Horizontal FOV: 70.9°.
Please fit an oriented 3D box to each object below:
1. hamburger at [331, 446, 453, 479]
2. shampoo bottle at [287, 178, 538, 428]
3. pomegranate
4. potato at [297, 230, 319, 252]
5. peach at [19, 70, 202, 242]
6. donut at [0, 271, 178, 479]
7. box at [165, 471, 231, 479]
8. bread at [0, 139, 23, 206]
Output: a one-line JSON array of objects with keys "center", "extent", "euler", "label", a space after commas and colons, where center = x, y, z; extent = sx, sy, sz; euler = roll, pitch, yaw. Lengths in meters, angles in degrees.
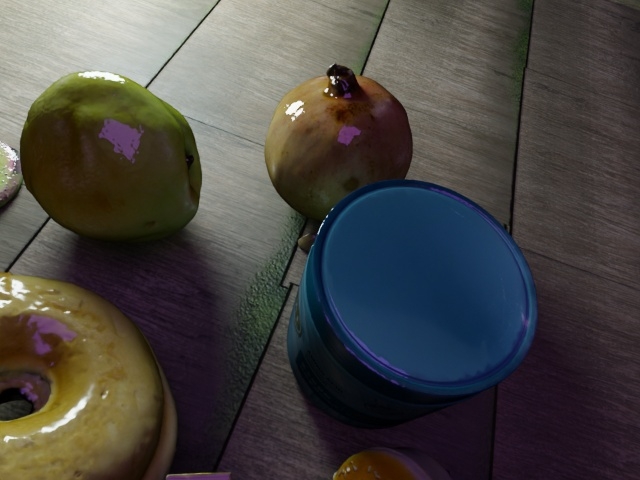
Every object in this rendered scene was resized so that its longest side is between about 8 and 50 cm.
[{"center": [0.126, 0.456, 0.652], "extent": [0.151, 0.227, 0.295], "euler": [2, 54, -37], "label": "hamburger"}, {"center": [0.119, 0.128, 0.764], "extent": [0.330, 0.343, 0.332], "euler": [5, 60, -9], "label": "shampoo bottle"}, {"center": [0.042, -0.212, 0.956], "extent": [0.337, 0.338, 0.339], "euler": [5, 60, -9], "label": "pomegranate"}, {"center": [0.000, 0.001, 0.990], "extent": [0.093, 0.036, 0.037], "euler": [-10, 60, -18], "label": "potato"}, {"center": [-0.383, -0.145, 0.853], "extent": [0.315, 0.281, 0.315], "euler": [-11, 99, 13], "label": "peach"}, {"center": [-0.413, 0.229, 0.615], "extent": [0.448, 0.198, 0.449], "euler": [23, 31, -15], "label": "donut"}, {"center": [-0.161, 0.383, 0.570], "extent": [0.088, 0.022, 0.157], "euler": [2, 60, -11], "label": "box"}, {"center": [-0.734, -0.137, 0.918], "extent": [0.228, 0.033, 0.229], "euler": [6, 59, -10], "label": "bread"}]
